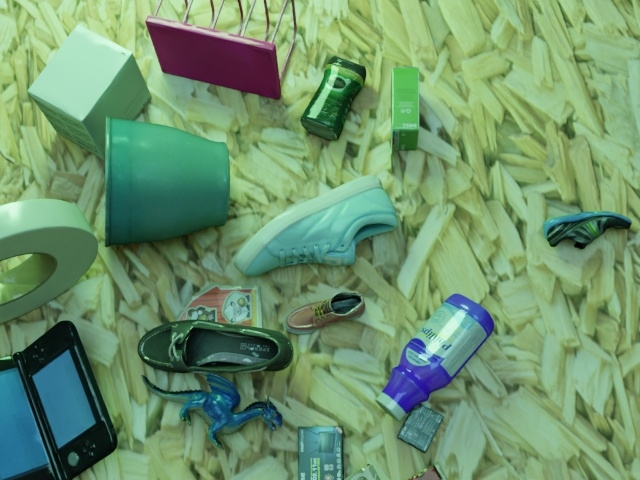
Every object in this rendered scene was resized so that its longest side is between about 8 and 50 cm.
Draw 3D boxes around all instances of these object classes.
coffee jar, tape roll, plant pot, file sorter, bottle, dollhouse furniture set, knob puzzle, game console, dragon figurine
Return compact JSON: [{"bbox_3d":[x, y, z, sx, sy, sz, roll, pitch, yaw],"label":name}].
[{"bbox_3d":[0.033,-0.325,2.068,0.096,0.079,0.184,22,74,13],"label":"coffee jar"},{"bbox_3d":[-0.633,0.057,1.804,0.392,0.392,0.072,-28,72,-7],"label":"tape roll"},{"bbox_3d":[-0.326,-0.120,1.933,0.255,0.272,0.272,1,71,-14],"label":"plant pot"},{"bbox_3d":[-0.212,-0.477,2.069,0.290,0.202,0.182,14,69,7],"label":"file sorter"},{"bbox_3d":[0.226,0.239,1.853,0.283,0.092,0.118,-46,42,-12],"label":"bottle"},{"bbox_3d":[0.153,0.477,1.764,0.183,0.129,0.129,-28,72,-6],"label":"dollhouse furniture set"},{"bbox_3d":[-0.221,0.179,1.934,0.213,0.030,0.213,-1,72,2],"label":"knob puzzle"},{"bbox_3d":[-0.579,0.339,1.810,0.250,0.173,0.293,-35,71,27],"label":"game console"},{"bbox_3d":[-0.213,0.323,1.855,0.289,0.085,0.144,33,76,12],"label":"dragon figurine"}]

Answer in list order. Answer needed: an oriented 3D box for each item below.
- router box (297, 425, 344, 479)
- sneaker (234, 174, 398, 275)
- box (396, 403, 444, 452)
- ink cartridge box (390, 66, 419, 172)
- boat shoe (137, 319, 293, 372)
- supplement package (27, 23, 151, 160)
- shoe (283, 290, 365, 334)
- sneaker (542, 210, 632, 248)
[{"bbox_3d":[0.001,0.434,1.833,0.092,0.038,0.123,-2,71,2],"label":"router box"},{"bbox_3d":[0.000,0.000,1.931,0.365,0.135,0.150,-30,69,-7],"label":"sneaker"},{"bbox_3d":[0.203,0.378,1.854,0.067,0.018,0.083,27,74,11],"label":"box"},{"bbox_3d":[0.187,-0.266,2.026,0.062,0.109,0.209,1,71,4],"label":"ink cartridge box"},{"bbox_3d":[-0.221,0.215,1.860,0.335,0.095,0.112,1,79,9],"label":"boat shoe"},{"bbox_3d":[-0.506,-0.325,2.026,0.149,0.203,0.194,29,74,11],"label":"supplement package"},{"bbox_3d":[0.007,0.146,1.908,0.177,0.081,0.064,-13,71,-2],"label":"shoe"},{"bbox_3d":[0.571,-0.022,1.959,0.188,0.067,0.078,-8,92,-2],"label":"sneaker"}]
